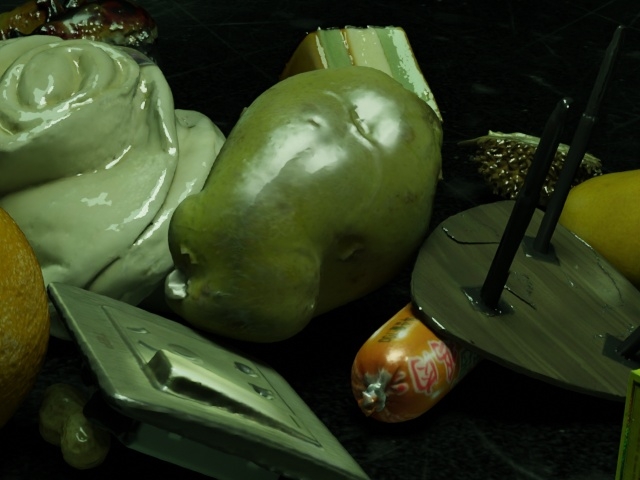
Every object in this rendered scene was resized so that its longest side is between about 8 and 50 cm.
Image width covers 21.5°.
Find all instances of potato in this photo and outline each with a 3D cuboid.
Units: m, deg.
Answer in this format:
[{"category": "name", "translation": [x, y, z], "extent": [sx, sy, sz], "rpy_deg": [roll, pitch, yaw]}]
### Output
[{"category": "potato", "translation": [-0.015, -0.032, 1.639], "extent": [0.202, 0.218, 0.351], "rpy_deg": [18, 41, 42]}]

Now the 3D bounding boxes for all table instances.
[{"category": "table", "translation": [0.258, -0.029, 1.596], "extent": [0.317, 0.249, 0.317], "rpy_deg": [19, 31, -12]}]

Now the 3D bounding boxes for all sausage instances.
[{"category": "sausage", "translation": [0.113, 0.096, 1.629], "extent": [0.093, 0.093, 0.312], "rpy_deg": [13, 23, 24]}]

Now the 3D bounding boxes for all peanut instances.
[{"category": "peanut", "translation": [-0.214, 0.163, 1.469], "extent": [0.054, 0.054, 0.113], "rpy_deg": [-8, 26, -27]}]

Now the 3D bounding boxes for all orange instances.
[{"category": "orange", "translation": [-0.356, 0.058, 1.419], "extent": [0.264, 0.264, 0.264], "rpy_deg": [3, 21, -1]}]

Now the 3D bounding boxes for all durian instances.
[{"category": "durian", "translation": [0.257, -0.087, 2.118], "extent": [0.188, 0.091, 0.148], "rpy_deg": [19, 12, 15]}]

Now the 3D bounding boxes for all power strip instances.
[{"category": "power strip", "translation": [-0.110, 0.144, 1.444], "extent": [0.257, 0.092, 0.251], "rpy_deg": [25, 3, -28]}]

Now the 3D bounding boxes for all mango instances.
[{"category": "mango", "translation": [0.407, -0.006, 1.835], "extent": [0.317, 0.173, 0.211], "rpy_deg": [5, 20, 21]}]

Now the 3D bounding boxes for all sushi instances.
[{"category": "sushi", "translation": [-0.325, -0.225, 2.221], "extent": [0.227, 0.212, 0.215], "rpy_deg": [-3, 21, -17]}]

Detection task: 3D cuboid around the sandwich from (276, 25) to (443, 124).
[{"category": "sandwich", "translation": [0.037, -0.133, 2.196], "extent": [0.155, 0.227, 0.198], "rpy_deg": [-6, 59, -26]}]

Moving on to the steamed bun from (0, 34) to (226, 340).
[{"category": "steamed bun", "translation": [-0.260, -0.080, 1.756], "extent": [0.367, 0.255, 0.342], "rpy_deg": [23, 30, 20]}]

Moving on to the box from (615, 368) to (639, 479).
[{"category": "box", "translation": [0.351, 0.159, 1.436], "extent": [0.220, 0.141, 0.064], "rpy_deg": [-12, 25, -32]}]
